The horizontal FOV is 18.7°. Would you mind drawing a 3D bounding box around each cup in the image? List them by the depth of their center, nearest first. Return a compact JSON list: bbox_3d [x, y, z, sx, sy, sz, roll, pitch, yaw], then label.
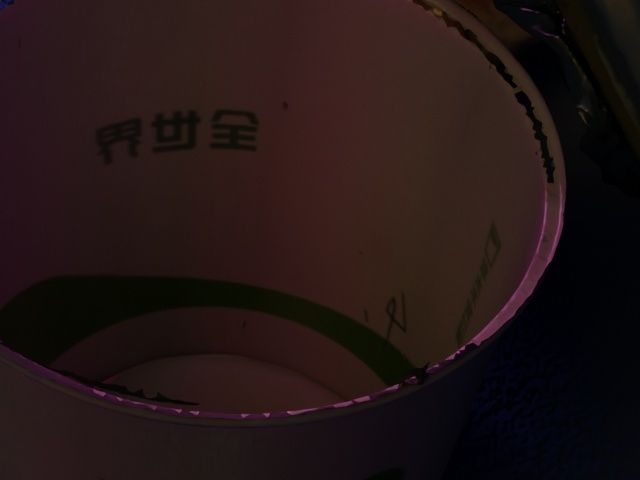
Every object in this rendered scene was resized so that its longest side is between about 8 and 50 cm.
[{"bbox_3d":[-0.045,0.046,0.813,0.253,0.274,0.253,3,50,-4],"label":"cup"}]

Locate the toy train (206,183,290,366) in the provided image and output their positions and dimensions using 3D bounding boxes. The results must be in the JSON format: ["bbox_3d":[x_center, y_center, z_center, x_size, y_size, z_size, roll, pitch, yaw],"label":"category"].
[{"bbox_3d":[0.000,0.000,0.958,0.105,0.178,0.071,4,40,5],"label":"toy train"}]

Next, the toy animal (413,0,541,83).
[{"bbox_3d":[0.041,-0.157,0.996,0.184,0.104,0.185,-27,66,21],"label":"toy animal"}]

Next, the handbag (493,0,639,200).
[{"bbox_3d":[0.188,-0.117,0.800,0.222,0.241,0.263,-31,92,7],"label":"handbag"}]
